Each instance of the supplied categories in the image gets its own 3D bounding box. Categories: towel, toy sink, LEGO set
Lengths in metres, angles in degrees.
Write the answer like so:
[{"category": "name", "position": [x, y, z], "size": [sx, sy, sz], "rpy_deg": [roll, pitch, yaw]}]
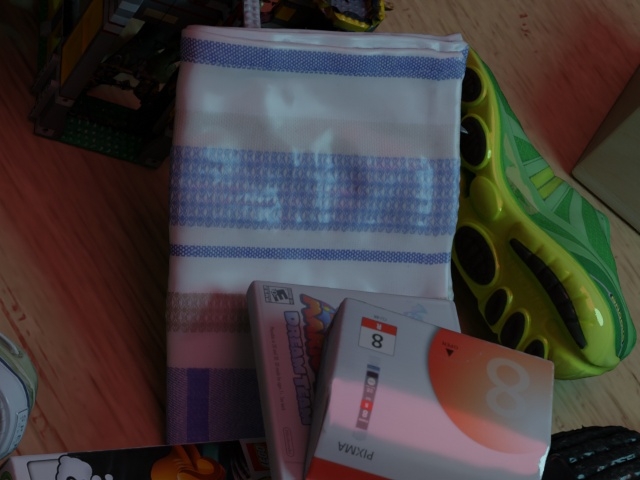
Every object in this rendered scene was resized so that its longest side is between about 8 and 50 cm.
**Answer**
[{"category": "towel", "position": [0.000, 0.000, 1.309], "size": [0.209, 0.034, 0.285], "rpy_deg": [2, 93, -24]}, {"category": "toy sink", "position": [0.340, -0.103, 1.668], "size": [0.153, 0.131, 0.234], "rpy_deg": [41, 44, -2]}, {"category": "LEGO set", "position": [-0.053, -0.173, 1.412], "size": [0.331, 0.192, 0.255], "rpy_deg": [23, 48, -19]}]

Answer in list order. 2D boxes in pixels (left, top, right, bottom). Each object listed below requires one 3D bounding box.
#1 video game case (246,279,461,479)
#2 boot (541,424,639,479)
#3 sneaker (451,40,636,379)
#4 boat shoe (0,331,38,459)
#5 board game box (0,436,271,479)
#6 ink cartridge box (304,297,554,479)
[{"category": "video game case", "position": [0.031, 0.098, 1.249], "size": [0.143, 0.019, 0.157], "rpy_deg": [6, 51, -20]}, {"category": "boot", "position": [0.151, 0.266, 1.263], "size": [0.260, 0.131, 0.348], "rpy_deg": [6, 55, -31]}, {"category": "sneaker", "position": [0.143, -0.018, 1.510], "size": [0.123, 0.109, 0.295], "rpy_deg": [15, 45, -55]}, {"category": "boat shoe", "position": [-0.299, 0.030, 1.177], "size": [0.302, 0.109, 0.094], "rpy_deg": [39, 11, -2]}, {"category": "board game box", "position": [-0.070, 0.265, 1.170], "size": [0.193, 0.053, 0.305], "rpy_deg": [-1, 59, -34]}, {"category": "ink cartridge box", "position": [0.064, 0.130, 1.197], "size": [0.145, 0.045, 0.179], "rpy_deg": [18, 46, -10]}]
